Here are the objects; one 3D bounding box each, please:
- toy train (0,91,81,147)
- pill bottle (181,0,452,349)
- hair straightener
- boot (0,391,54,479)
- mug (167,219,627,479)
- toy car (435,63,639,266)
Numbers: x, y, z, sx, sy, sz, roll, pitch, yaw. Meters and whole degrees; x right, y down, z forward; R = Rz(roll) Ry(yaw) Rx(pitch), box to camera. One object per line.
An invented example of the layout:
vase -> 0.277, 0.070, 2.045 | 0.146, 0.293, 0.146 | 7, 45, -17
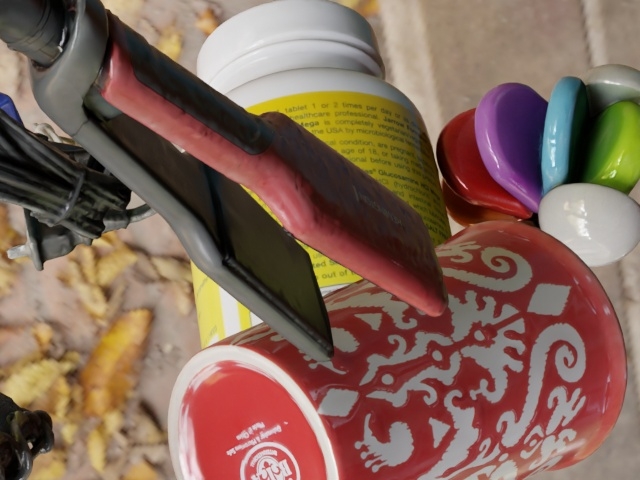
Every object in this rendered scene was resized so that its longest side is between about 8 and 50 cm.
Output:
toy train -> -0.266, -0.048, 1.091 | 0.143, 0.248, 0.105 | -52, 146, -28
pill bottle -> 0.000, 0.000, 1.106 | 0.188, 0.188, 0.333 | 17, 51, -39
hair straightener -> -0.049, -0.006, 0.406 | 0.089, 0.047, 0.230 | -25, 156, 20
boot -> -0.169, 0.120, 0.636 | 0.229, 0.263, 0.091 | -46, 152, -66
mug -> 0.026, 0.079, 0.632 | 0.169, 0.113, 0.150 | -17, 136, -46
toy car -> 0.158, -0.058, 1.132 | 0.136, 0.182, 0.159 | 32, 57, -20
